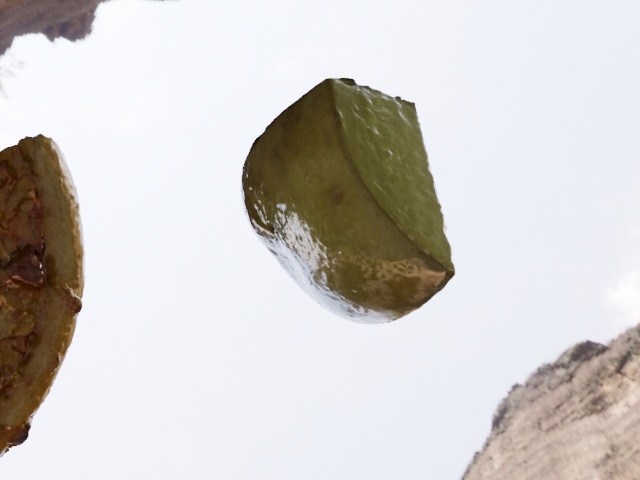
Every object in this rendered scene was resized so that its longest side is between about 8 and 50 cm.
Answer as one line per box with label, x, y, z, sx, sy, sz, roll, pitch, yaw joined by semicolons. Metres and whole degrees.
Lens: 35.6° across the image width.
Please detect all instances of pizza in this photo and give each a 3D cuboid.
pizza;-0.315;0.058;0.821;0.226;0.086;0.336;21;-93;-24

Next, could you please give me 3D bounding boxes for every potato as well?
potato;0.000;0.000;0.570;0.081;0.149;0.120;12;-131;-25
